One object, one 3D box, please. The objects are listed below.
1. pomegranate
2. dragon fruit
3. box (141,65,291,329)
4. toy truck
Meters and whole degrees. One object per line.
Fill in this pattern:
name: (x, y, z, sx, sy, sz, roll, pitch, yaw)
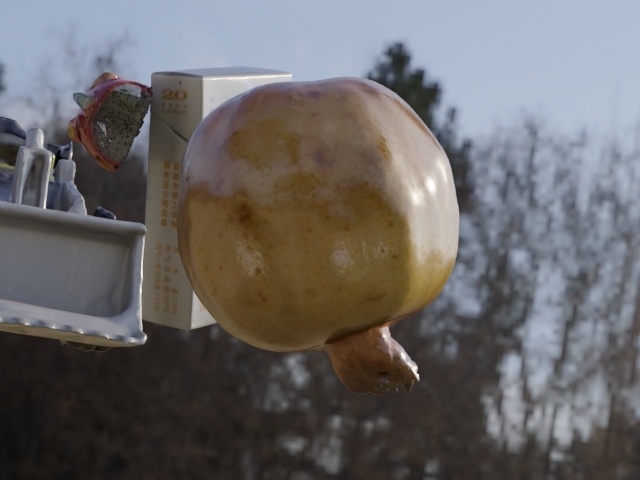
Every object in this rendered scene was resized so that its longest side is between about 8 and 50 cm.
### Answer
pomegranate: (-0.006, -0.016, 1.215, 0.207, 0.207, 0.207, 10, -13, 2)
dragon fruit: (-0.194, -0.111, 1.590, 0.060, 0.083, 0.056, 24, 1, -38)
box: (-0.096, -0.044, 1.670, 0.067, 0.233, 0.149, 9, 12, 29)
toy truck: (-0.165, -0.007, 0.891, 0.136, 0.111, 0.286, 9, 2, -21)
